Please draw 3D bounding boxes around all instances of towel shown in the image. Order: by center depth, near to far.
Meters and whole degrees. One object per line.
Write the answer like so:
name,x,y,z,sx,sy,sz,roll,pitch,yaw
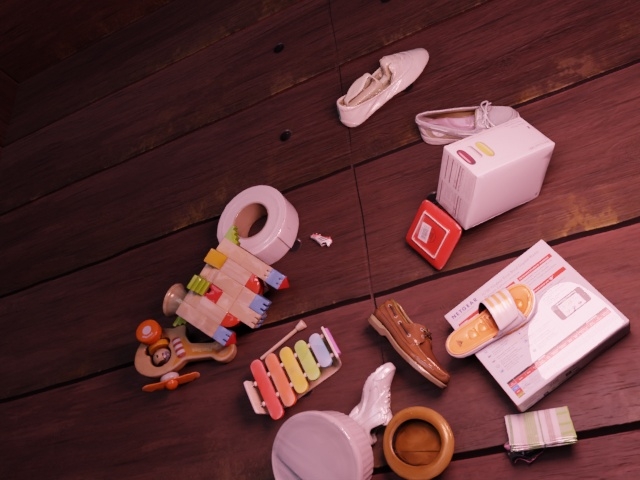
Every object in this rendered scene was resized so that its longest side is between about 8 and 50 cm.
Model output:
towel,0.519,0.443,1.369,0.151,0.023,0.113,-17,25,18

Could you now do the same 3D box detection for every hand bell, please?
hand bell,-0.409,0.241,1.995,0.241,0.126,0.126,15,72,22

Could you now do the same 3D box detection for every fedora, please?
fedora,0.256,0.521,1.472,0.194,0.079,0.195,-17,56,27

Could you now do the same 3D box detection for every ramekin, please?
ramekin,0.014,0.572,1.503,0.272,0.127,0.273,-2,86,32

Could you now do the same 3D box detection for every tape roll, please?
tape roll,-0.220,-0.049,2.035,0.286,0.100,0.286,-13,58,22

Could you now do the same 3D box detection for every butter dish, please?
butter dish,0.356,-0.024,1.699,0.160,0.118,0.160,45,131,33

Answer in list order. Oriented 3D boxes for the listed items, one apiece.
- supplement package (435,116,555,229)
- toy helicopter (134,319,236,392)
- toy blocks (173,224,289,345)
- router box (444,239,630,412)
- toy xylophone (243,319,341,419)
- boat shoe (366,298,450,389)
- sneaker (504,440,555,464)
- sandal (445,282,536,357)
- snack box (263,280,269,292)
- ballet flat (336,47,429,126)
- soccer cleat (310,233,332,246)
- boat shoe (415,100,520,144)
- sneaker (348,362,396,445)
supplement package,0.478,-0.187,1.600,0.261,0.204,0.145,-24,51,-17
toy helicopter,-0.451,0.388,1.909,0.354,0.140,0.235,-6,54,12
toy blocks,-0.272,0.183,1.864,0.260,0.191,0.382,32,88,8
router box,0.544,0.212,1.479,0.335,0.082,0.301,-39,52,5
toy xylophone,-0.090,0.377,1.740,0.322,0.081,0.236,-43,52,2
boat shoe,0.254,0.273,1.588,0.104,0.110,0.307,-47,52,0
sneaker,0.503,0.502,1.375,0.119,0.047,0.057,-17,79,21
sandal,0.425,0.201,1.449,0.265,0.076,0.102,-39,52,5
snack box,-0.256,0.172,1.971,0.141,0.037,0.100,-40,52,3
ballet flat,0.218,-0.568,2.056,0.400,0.139,0.139,-41,52,3
soccer cleat,0.000,0.000,1.931,0.083,0.029,0.036,12,66,28
boat shoe,0.463,-0.376,1.832,0.320,0.103,0.118,3,66,30
sneaker,0.162,0.449,1.569,0.115,0.090,0.232,25,87,29
